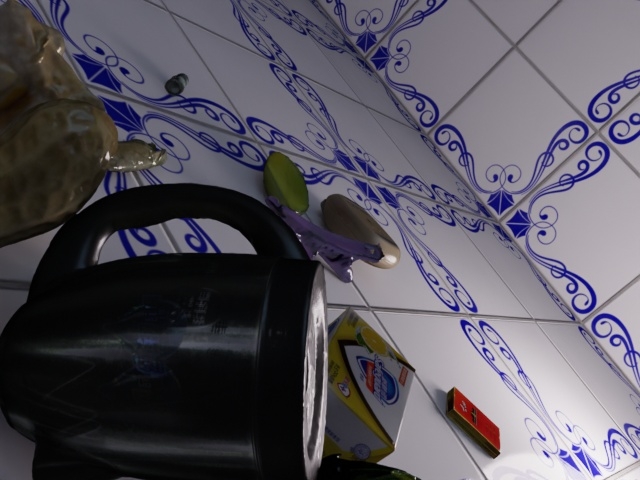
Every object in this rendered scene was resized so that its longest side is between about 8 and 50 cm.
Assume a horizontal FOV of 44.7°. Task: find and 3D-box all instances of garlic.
[{"bbox_3d":[-0.395,-0.172,0.960,0.286,0.249,0.313,35,-14,-38],"label":"garlic"}]

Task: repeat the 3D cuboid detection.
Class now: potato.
[{"bbox_3d":[-0.080,-0.110,1.665,0.119,0.054,0.198,26,33,-41],"label":"potato"}]

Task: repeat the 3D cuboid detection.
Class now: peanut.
[{"bbox_3d":[-0.340,-0.047,0.788,0.120,0.298,0.136,49,-20,23],"label":"peanut"}]

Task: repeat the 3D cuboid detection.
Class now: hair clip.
[{"bbox_3d":[-0.006,0.009,1.553,0.278,0.090,0.137,23,42,-27],"label":"hair clip"}]

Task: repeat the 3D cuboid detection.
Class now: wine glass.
[{"bbox_3d":[-0.307,-0.340,1.690,0.083,0.042,0.039,-75,147,-68],"label":"wine glass"}]

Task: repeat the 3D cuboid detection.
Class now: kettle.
[{"bbox_3d":[-0.161,0.088,0.789,0.228,0.324,0.321,74,18,-71],"label":"kettle"}]

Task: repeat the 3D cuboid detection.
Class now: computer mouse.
[{"bbox_3d":[0.086,-0.015,1.738,0.145,0.082,0.236,27,16,-42],"label":"computer mouse"}]

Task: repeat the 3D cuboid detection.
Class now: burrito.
[{"bbox_3d":[-0.322,-0.143,1.299,0.058,0.045,0.188,42,22,11],"label":"burrito"}]

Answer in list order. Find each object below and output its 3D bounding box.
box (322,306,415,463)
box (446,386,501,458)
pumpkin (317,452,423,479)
[{"bbox_3d":[0.045,0.230,1.210,0.168,0.097,0.265,44,21,0],"label":"box"},{"bbox_3d":[0.303,0.360,1.543,0.133,0.023,0.090,44,19,-4],"label":"box"},{"bbox_3d":[0.060,0.383,0.826,0.296,0.296,0.296,37,23,-18],"label":"pumpkin"}]
